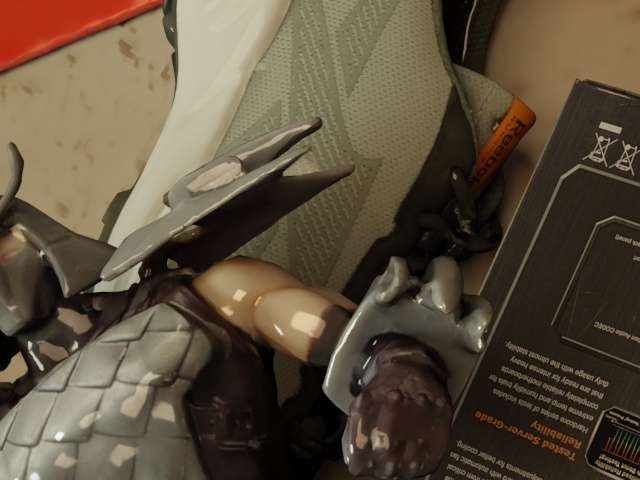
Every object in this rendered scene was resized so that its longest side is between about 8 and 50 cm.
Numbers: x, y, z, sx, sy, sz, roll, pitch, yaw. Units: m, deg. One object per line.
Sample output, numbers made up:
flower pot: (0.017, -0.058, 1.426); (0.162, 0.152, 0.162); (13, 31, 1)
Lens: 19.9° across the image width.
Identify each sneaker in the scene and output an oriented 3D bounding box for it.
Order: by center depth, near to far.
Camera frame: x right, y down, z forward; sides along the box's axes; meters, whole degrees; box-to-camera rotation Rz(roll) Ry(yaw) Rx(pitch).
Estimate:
sneaker: (0.000, 0.000, 0.533); (0.108, 0.100, 0.271); (10, 80, 17)

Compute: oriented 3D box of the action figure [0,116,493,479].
action figure: (-0.012, 0.094, 0.428); (0.185, 0.099, 0.285); (-40, 79, 22)

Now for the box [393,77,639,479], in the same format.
box: (0.134, 0.076, 0.461); (0.231, 0.056, 0.183); (21, 84, 35)

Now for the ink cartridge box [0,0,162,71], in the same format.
ink cartridge box: (-0.095, -0.195, 0.645); (0.275, 0.060, 0.239); (-21, 68, 15)
